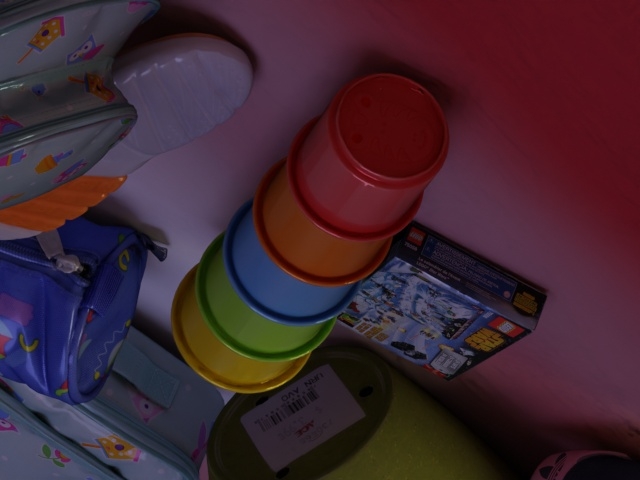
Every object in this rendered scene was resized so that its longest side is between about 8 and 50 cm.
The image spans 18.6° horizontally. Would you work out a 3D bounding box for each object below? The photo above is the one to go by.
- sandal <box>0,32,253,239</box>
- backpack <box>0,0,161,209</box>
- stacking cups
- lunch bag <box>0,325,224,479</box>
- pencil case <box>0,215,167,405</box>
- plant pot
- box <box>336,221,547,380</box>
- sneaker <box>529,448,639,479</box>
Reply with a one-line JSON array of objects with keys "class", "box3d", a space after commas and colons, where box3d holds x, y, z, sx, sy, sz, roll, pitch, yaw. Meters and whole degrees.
[{"class": "sandal", "box3d": [-0.141, -0.073, 1.091, 0.265, 0.076, 0.102, -23, 148, 33]}, {"class": "backpack", "box3d": [-0.168, -0.089, 0.921, 0.188, 0.166, 0.144, -44, 73, 46]}, {"class": "stacking cups", "box3d": [0.000, 0.000, 1.091, 0.096, 0.096, 0.316, 27, 154, -8]}, {"class": "lunch bag", "box3d": [-0.225, 0.110, 1.470, 0.279, 0.108, 0.224, 35, 145, -22]}, {"class": "pencil case", "box3d": [-0.263, 0.002, 1.294, 0.306, 0.119, 0.133, 21, 150, 6]}, {"class": "plant pot", "box3d": [0.042, 0.224, 1.356, 0.275, 0.275, 0.293, 3, 134, 40]}, {"class": "box", "box3d": [0.067, 0.039, 1.180, 0.094, 0.027, 0.137, 29, 157, -9]}, {"class": "sneaker", "box3d": [0.254, 0.235, 1.361, 0.131, 0.112, 0.319, 25, 162, 44]}]
